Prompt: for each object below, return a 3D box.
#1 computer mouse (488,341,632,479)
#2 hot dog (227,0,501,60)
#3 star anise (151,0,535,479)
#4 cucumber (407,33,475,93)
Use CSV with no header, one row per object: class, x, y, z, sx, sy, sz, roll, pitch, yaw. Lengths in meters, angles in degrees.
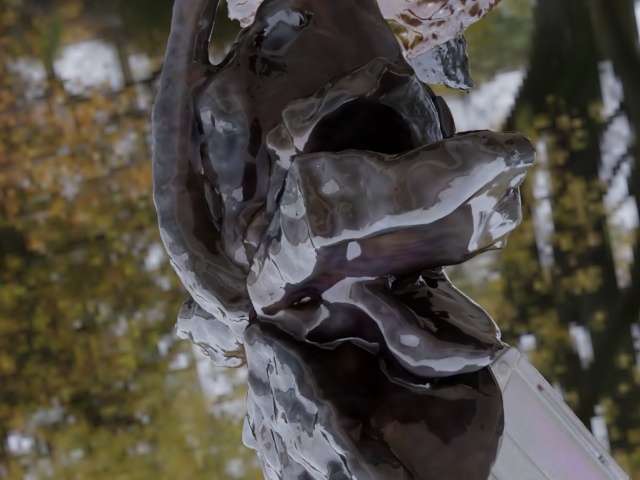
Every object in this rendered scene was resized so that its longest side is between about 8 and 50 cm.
computer mouse,0.123,0.139,0.990,0.045,0.199,0.102,-9,-137,48
hot dog,0.025,-0.127,0.773,0.147,0.099,0.065,-28,-135,8
star anise,-0.001,-0.001,0.553,0.089,0.231,0.209,-15,160,-23
cucumber,0.073,-0.182,1.332,0.053,0.181,0.053,-11,-146,8
